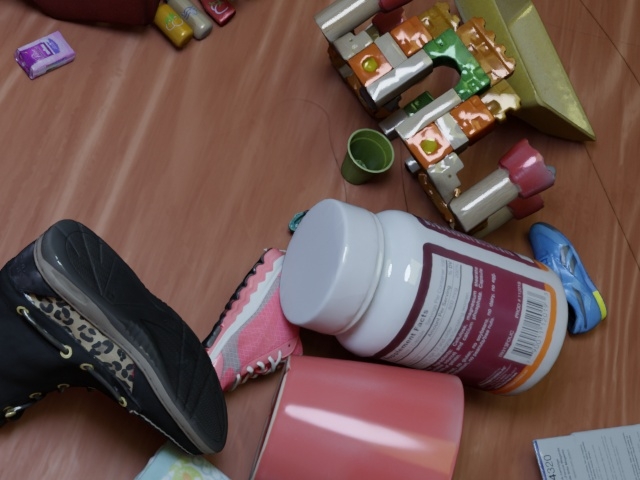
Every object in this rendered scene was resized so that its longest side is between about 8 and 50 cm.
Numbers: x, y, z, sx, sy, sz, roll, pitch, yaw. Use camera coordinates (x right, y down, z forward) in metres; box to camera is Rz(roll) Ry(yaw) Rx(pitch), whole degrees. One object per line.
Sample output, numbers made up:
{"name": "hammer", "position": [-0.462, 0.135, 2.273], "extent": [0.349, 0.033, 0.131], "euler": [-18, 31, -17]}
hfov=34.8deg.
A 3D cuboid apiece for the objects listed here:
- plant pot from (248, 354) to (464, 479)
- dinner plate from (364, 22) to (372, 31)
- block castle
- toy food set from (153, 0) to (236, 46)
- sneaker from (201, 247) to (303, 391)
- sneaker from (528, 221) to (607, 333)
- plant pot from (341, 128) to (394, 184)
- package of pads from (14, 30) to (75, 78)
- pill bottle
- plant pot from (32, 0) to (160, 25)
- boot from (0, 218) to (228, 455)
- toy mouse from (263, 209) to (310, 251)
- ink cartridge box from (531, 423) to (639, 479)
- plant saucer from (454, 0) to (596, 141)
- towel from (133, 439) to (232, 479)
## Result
{"name": "plant pot", "position": [0.042, 0.285, 1.421], "extent": [0.243, 0.275, 0.275], "euler": [17, 60, -1]}
{"name": "dinner plate", "position": [0.141, -0.350, 1.894], "extent": [0.141, 0.017, 0.141], "euler": [9, 62, -18]}
{"name": "block castle", "position": [0.201, -0.229, 1.667], "extent": [0.213, 0.303, 0.453], "euler": [-35, 79, 2]}
{"name": "toy food set", "position": [-0.188, -0.437, 1.744], "extent": [0.232, 0.111, 0.104], "euler": [-44, 85, 0]}
{"name": "sneaker", "position": [-0.095, 0.153, 1.500], "extent": [0.136, 0.116, 0.314], "euler": [34, 58, -4]}
{"name": "sneaker", "position": [0.411, 0.064, 1.767], "extent": [0.082, 0.069, 0.209], "euler": [-22, 75, -25]}
{"name": "plant pot", "position": [0.072, -0.133, 1.725], "extent": [0.083, 0.079, 0.083], "euler": [8, 63, -17]}
{"name": "package of pads", "position": [-0.441, -0.298, 1.634], "extent": [0.083, 0.032, 0.050], "euler": [-33, 78, -31]}
{"name": "pill bottle", "position": [0.152, 0.085, 1.525], "extent": [0.392, 0.224, 0.224], "euler": [19, 59, -25]}
{"name": "plant pot", "position": [-0.353, -0.490, 1.614], "extent": [0.267, 0.236, 0.267], "euler": [6, 61, 9]}
{"name": "boot", "position": [-0.322, 0.173, 1.330], "extent": [0.377, 0.284, 0.138], "euler": [53, 22, -29]}
{"name": "toy mouse", "position": [0.000, 0.000, 1.660], "extent": [0.161, 0.031, 0.143], "euler": [27, 59, -7]}
{"name": "ink cartridge box", "position": [0.502, 0.457, 1.612], "extent": [0.330, 0.071, 0.324], "euler": [-3, 67, -19]}
{"name": "plant saucer", "position": [0.360, -0.337, 1.866], "extent": [0.333, 0.081, 0.333], "euler": [14, 52, -58]}
{"name": "towel", "position": [-0.186, 0.489, 1.320], "extent": [0.320, 0.090, 0.374], "euler": [40, 58, -2]}
